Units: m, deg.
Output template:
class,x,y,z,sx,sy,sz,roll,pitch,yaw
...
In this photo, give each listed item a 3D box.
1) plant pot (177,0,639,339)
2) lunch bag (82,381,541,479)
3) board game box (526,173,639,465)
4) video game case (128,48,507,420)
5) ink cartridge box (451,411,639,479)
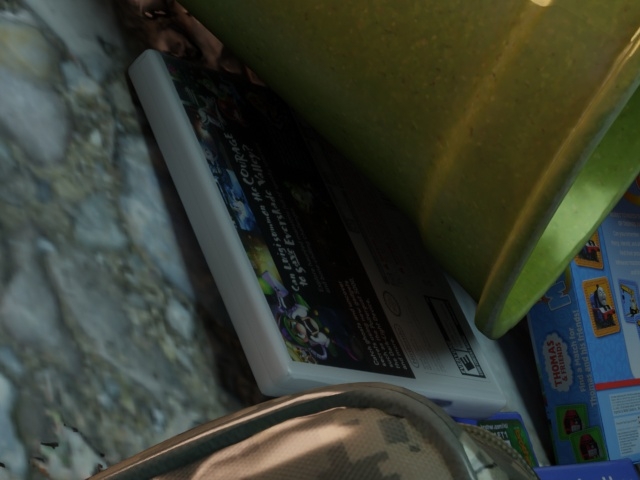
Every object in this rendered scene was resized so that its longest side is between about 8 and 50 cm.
class,x,y,z,sx,sy,sz,roll,pitch,yaw
plant pot,0.063,-0.136,0.777,0.254,0.276,0.276,36,28,13
lunch bag,0.019,0.216,0.438,0.305,0.213,0.256,67,11,19
board game box,0.172,0.028,0.950,0.160,0.039,0.211,2,76,-54
video game case,0.000,0.000,0.786,0.173,0.022,0.190,14,44,-49
ink cartridge box,0.126,0.211,0.742,0.186,0.065,0.311,8,53,-52
